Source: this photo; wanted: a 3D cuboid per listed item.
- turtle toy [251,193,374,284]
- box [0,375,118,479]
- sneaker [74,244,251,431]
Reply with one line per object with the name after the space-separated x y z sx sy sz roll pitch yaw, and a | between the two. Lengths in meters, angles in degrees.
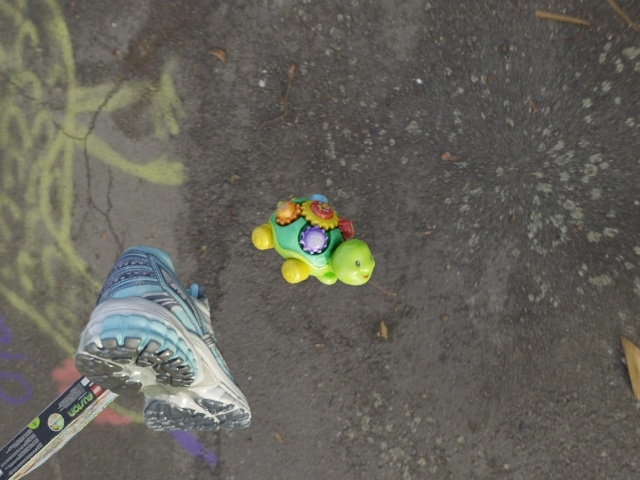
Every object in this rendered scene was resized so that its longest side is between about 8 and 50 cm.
0.000 0.000 0.557 0.130 0.095 0.066 45 128 21 | turtle toy
-0.330 0.231 0.716 0.207 0.114 0.036 -42 85 6 | box
-0.132 0.109 0.548 0.110 0.283 0.122 -4 55 3 | sneaker
